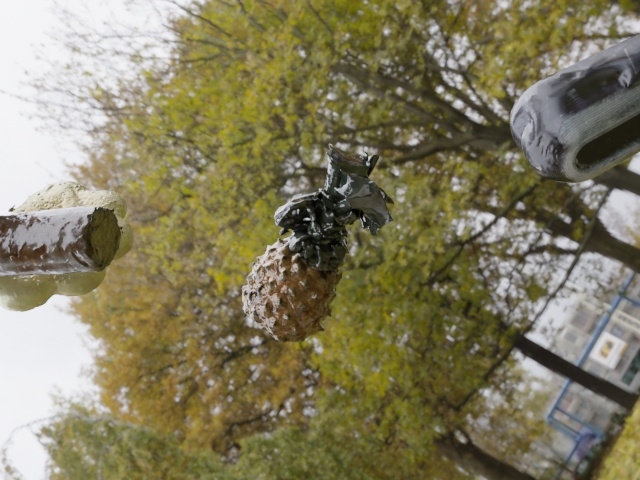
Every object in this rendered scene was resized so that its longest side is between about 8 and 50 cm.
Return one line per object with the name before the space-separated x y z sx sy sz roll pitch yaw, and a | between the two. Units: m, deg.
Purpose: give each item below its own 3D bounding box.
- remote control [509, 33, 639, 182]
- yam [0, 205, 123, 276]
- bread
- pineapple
remote control | 0.272 -0.119 0.567 0.266 0.066 0.090 -25 -36 10
yam | -0.304 0.001 0.883 0.079 0.141 0.079 -3 -90 -79
bread | -0.355 0.001 1.056 0.251 0.182 0.039 -57 -24 -45
pineapple | 0.000 0.000 0.888 0.119 0.111 0.237 14 -62 -25
